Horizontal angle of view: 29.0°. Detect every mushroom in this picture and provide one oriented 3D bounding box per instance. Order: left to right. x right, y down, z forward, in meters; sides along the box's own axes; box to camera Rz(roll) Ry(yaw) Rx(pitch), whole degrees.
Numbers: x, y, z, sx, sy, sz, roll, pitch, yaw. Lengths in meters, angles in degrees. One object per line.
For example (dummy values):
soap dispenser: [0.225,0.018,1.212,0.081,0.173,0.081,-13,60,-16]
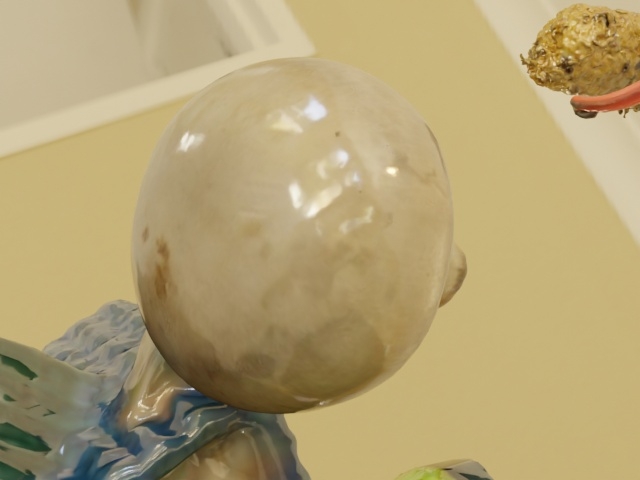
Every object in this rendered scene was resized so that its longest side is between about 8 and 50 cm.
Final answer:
mushroom: [0.000,0.000,0.703,0.204,0.204,0.204,47,-32,41]

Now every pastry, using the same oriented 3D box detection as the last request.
pastry: [0.215,-0.136,0.919,0.056,0.140,0.080,49,-63,38]

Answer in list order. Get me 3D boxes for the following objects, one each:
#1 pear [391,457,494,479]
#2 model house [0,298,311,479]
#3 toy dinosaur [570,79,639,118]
pear: [0.041,0.313,0.580,0.399,0.165,0.398,167,-90,-80]
model house: [-0.243,0.187,0.861,0.395,0.446,0.399,24,-86,67]
toy dinosaur: [0.194,-0.161,0.560,0.070,0.139,0.286,45,-66,15]
